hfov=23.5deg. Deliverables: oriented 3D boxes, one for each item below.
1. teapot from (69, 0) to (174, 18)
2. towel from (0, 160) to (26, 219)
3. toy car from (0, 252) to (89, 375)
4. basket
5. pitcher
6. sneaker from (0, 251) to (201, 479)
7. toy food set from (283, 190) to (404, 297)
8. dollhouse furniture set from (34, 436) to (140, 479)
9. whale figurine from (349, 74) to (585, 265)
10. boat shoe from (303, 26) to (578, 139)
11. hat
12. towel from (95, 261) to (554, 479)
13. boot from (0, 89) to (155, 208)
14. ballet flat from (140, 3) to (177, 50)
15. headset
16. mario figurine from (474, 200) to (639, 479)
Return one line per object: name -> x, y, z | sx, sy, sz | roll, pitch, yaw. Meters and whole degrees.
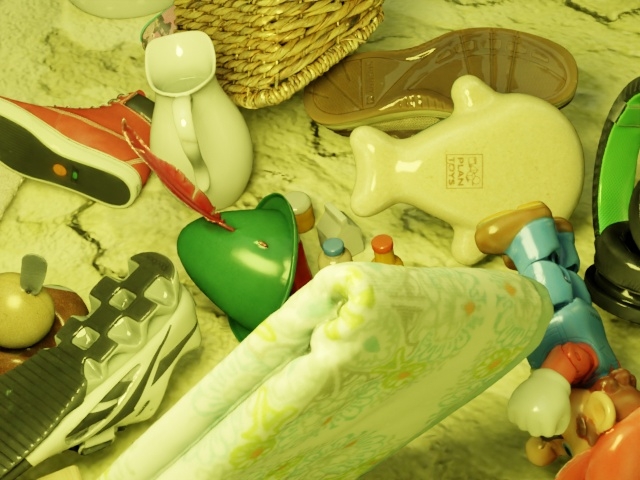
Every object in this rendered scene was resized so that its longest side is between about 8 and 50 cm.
teapot -> -0.293, -0.463, 2.276 | 0.256, 0.187, 0.252 | -17, 42, -5
towel -> -0.489, -0.043, 1.908 | 0.187, 0.049, 0.282 | 22, 46, -5
toy car -> -0.326, 0.070, 1.698 | 0.155, 0.188, 0.149 | 9, 46, 20
basket -> -0.046, -0.281, 2.000 | 0.213, 0.223, 0.299 | -3, 5, -30
pitcher -> -0.150, -0.120, 1.855 | 0.126, 0.207, 0.177 | -8, 43, 3
sneaker -> -0.247, 0.174, 1.611 | 0.330, 0.146, 0.122 | -42, 45, -15
toy food set -> 0.000, 0.000, 1.768 | 0.111, 0.104, 0.232 | -27, 44, -17
dollhouse furniture set -> -0.240, 0.298, 1.452 | 0.212, 0.161, 0.242 | -21, 43, -10
whale figurine -> 0.162, -0.081, 1.767 | 0.272, 0.216, 0.141 | -3, 5, -8
boat shoe -> 0.156, -0.176, 1.914 | 0.342, 0.123, 0.123 | -7, 66, 18
hat -> -0.145, 0.005, 1.696 | 0.184, 0.173, 0.208 | 15, 21, -24
towel -> 0.001, 0.153, 1.361 | 0.320, 0.374, 0.090 | 1, 50, -57
boot -> -0.318, -0.155, 1.986 | 0.244, 0.088, 0.176 | 24, 46, 0
ballet flat -> -0.167, -0.333, 2.203 | 0.079, 0.077, 0.221 | 30, 59, 14
headset -> 0.392, 0.010, 1.608 | 0.185, 0.243, 0.394 | 4, 56, -13
mario figurine -> 0.226, 0.132, 1.526 | 0.198, 0.170, 0.320 | -2, 60, -29
